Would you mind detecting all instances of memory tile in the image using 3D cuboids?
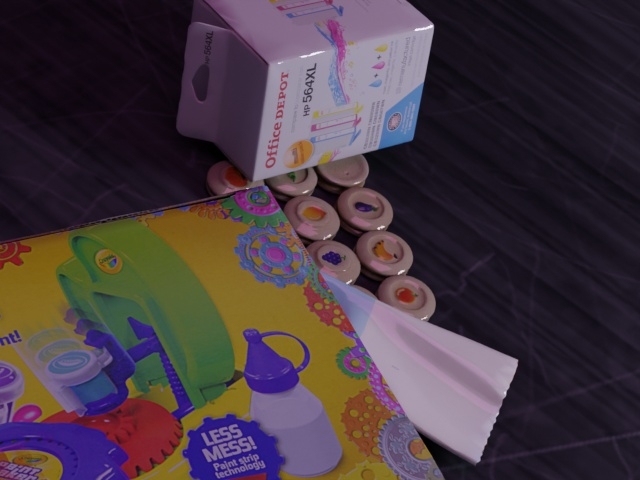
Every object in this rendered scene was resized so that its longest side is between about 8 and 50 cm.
[{"bbox_3d":[0.000,0.000,1.120,0.113,0.012,0.148,-7,52,-25],"label":"memory tile"}]

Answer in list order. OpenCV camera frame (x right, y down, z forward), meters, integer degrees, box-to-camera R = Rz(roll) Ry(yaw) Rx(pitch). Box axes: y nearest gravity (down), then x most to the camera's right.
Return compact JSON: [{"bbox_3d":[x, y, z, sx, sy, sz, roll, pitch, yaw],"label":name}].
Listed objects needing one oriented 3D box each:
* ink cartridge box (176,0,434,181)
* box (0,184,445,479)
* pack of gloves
[{"bbox_3d":[-0.017,-0.105,1.144,0.143,0.092,0.090,-17,44,-30],"label":"ink cartridge box"},{"bbox_3d":[-0.142,0.153,0.745,0.290,0.279,0.177,-13,54,-28],"label":"box"},{"bbox_3d":[-0.018,0.081,1.007,0.232,0.046,0.195,24,50,3],"label":"pack of gloves"}]
